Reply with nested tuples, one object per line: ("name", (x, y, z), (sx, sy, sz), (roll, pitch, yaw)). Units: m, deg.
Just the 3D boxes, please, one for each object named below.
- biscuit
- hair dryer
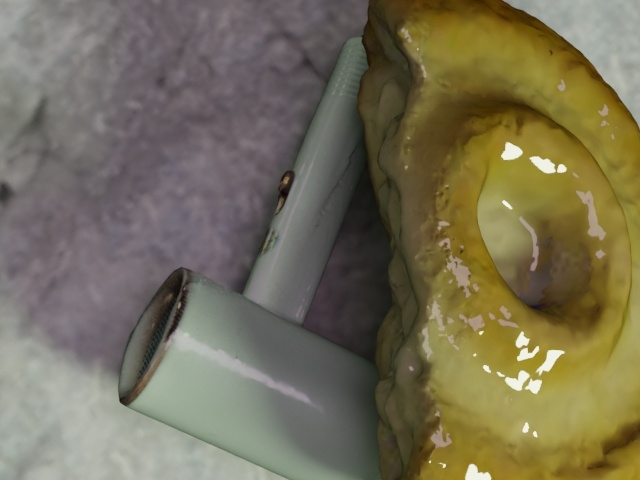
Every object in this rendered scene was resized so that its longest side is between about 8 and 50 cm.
("biscuit", (0.102, 0.012, 0.801), (0.213, 0.091, 0.274), (4, 70, -40))
("hair dryer", (0.000, 0.000, 0.827), (0.131, 0.073, 0.236), (26, 65, -15))
